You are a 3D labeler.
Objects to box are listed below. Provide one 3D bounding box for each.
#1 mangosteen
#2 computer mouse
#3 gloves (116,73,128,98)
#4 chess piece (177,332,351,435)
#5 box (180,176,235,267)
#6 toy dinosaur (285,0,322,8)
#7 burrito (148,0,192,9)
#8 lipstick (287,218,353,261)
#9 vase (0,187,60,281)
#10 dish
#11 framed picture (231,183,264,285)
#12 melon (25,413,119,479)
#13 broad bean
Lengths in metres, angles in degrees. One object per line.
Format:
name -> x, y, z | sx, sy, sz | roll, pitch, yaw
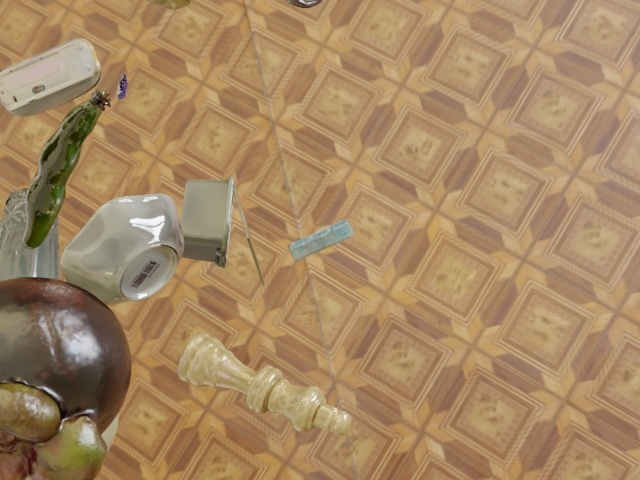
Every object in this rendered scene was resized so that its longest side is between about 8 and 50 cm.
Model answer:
mangosteen -> -0.286, 0.134, 0.624 | 0.210, 0.210, 0.209 | -1, 82, 10
computer mouse -> -0.498, -0.301, 1.189 | 0.199, 0.045, 0.102 | -23, 90, 3
gloves -> -0.547, -0.421, 1.782 | 0.026, 0.086, 0.064 | 11, 73, -19
chess piece -> -0.118, 0.327, 1.400 | 0.397, 0.117, 0.117 | 20, 86, 20
box -> -0.314, -0.056, 1.778 | 0.135, 0.163, 0.243 | 6, 63, -7
toy dinosaur -> 0.032, -0.508, 1.102 | 0.294, 0.162, 0.077 | -25, 38, -17
burrito -> -0.259, -0.360, 0.661 | 0.348, 0.107, 0.175 | 17, 84, -2
lipstick -> 0.000, 0.000, 1.569 | 0.158, 0.048, 0.048 | -24, 79, -5
vase -> -0.615, 0.040, 1.322 | 0.251, 0.156, 0.300 | -19, 55, 13
dish -> -0.247, 0.028, 0.872 | 0.066, 0.191, 0.190 | 40, 91, 28
framed picture -> -0.180, -0.012, 1.627 | 0.010, 0.231, 0.173 | -17, 56, -5
melon -> -0.425, 0.215, 0.918 | 0.223, 0.223, 0.317 | -38, 92, 3
broad bean -> -0.371, -0.103, 0.909 | 0.060, 0.043, 0.297 | 40, 117, 9
